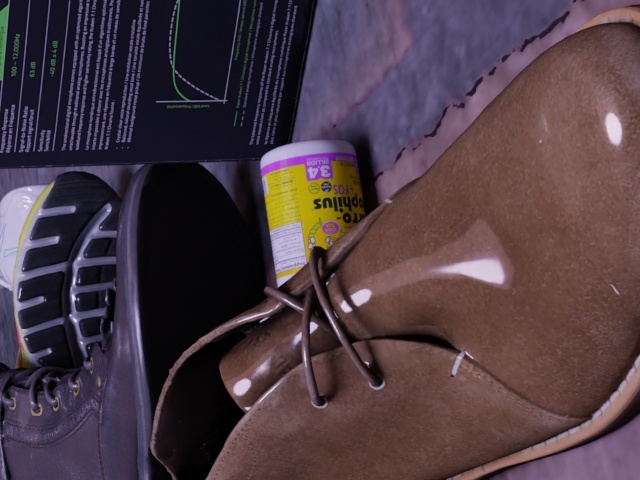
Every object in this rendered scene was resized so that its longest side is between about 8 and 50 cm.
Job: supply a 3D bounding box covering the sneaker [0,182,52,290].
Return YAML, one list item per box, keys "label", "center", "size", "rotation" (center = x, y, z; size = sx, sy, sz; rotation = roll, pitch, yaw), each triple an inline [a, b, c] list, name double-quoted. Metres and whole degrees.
- label: "sneaker"
  center: [-0.214, 0.014, 1.009]
  size: [0.152, 0.054, 0.061]
  rotation: [-38, 63, 55]

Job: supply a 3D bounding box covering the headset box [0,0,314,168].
- label: "headset box"
  center: [-0.182, -0.139, 0.698]
  size: [0.246, 0.283, 0.131]
  rotation: [45, 131, 51]

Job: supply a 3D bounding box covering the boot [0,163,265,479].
- label: "boot"
  center: [-0.142, 0.084, 0.770]
  size: [0.229, 0.091, 0.262]
  rotation: [4, 99, 38]

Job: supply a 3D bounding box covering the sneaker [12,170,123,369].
- label: "sneaker"
  center: [-0.157, 0.059, 0.885]
  size: [0.094, 0.081, 0.208]
  rotation: [22, 113, 61]

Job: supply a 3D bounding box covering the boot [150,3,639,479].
- label: "boot"
  center: [0.029, 0.035, 0.512]
  size: [0.305, 0.115, 0.112]
  rotation: [-55, 45, 47]

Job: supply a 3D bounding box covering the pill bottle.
- label: "pill bottle"
  center: [0.000, 0.000, 0.631]
  size: [0.043, 0.043, 0.083]
  rotation: [-22, 74, 60]
